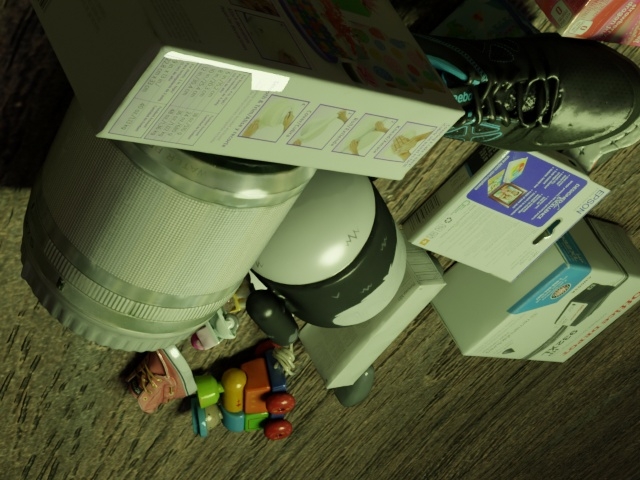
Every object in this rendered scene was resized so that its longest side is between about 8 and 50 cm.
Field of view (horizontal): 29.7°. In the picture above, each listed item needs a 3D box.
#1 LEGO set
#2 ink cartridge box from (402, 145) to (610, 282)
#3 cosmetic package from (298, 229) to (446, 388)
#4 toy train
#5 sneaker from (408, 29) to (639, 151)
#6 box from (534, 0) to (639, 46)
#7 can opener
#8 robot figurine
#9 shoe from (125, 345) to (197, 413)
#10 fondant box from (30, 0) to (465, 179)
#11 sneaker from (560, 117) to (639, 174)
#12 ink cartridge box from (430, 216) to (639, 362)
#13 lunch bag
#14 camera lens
[{"bbox_3d":[-0.123,0.055,1.441,0.107,0.132,0.287,-17,178,13],"label":"LEGO set"},{"bbox_3d":[0.252,-0.044,1.636,0.208,0.045,0.206,21,125,-37],"label":"ink cartridge box"},{"bbox_3d":[0.069,0.098,1.689,0.060,0.099,0.239,0,141,-42],"label":"cosmetic package"},{"bbox_3d":[-0.114,0.199,1.699,0.143,0.105,0.248,-8,148,-10],"label":"toy train"},{"bbox_3d":[0.159,-0.139,1.188,0.340,0.140,0.125,3,109,-2],"label":"sneaker"},{"bbox_3d":[0.330,-0.344,1.160,0.154,0.142,0.300,-2,142,-41],"label":"box"},{"bbox_3d":[0.096,0.140,1.784,0.076,0.095,0.283,-5,144,-39],"label":"can opener"},{"bbox_3d":[-0.001,-0.002,1.389,0.173,0.209,0.278,-16,154,11],"label":"robot figurine"},{"bbox_3d":[-0.216,0.176,1.590,0.081,0.063,0.178,-29,157,-11],"label":"shoe"},{"bbox_3d":[-0.066,-0.177,0.968,0.330,0.238,0.096,4,137,-45],"label":"fondant box"},{"bbox_3d":[0.388,-0.140,1.656,0.158,0.061,0.065,-37,173,21],"label":"sneaker"},{"bbox_3d":[0.349,0.073,1.871,0.307,0.129,0.223,10,133,-50],"label":"ink cartridge box"},{"bbox_3d":[0.180,-0.197,1.325,0.129,0.096,0.151,-41,163,15],"label":"lunch bag"},{"bbox_3d":[-0.141,-0.055,1.117,0.219,0.219,0.274,-4,143,-38],"label":"camera lens"}]
